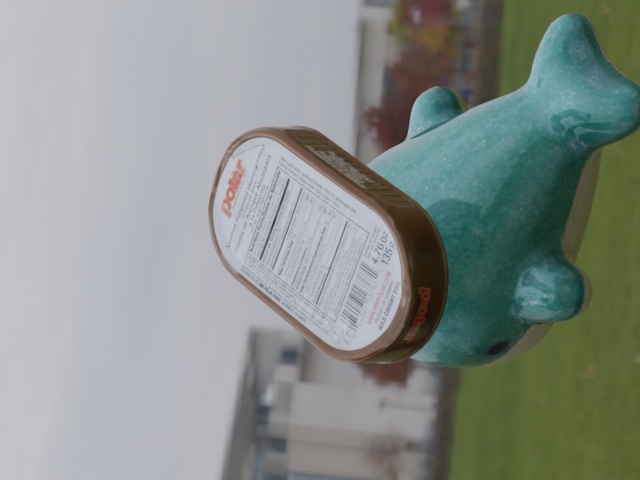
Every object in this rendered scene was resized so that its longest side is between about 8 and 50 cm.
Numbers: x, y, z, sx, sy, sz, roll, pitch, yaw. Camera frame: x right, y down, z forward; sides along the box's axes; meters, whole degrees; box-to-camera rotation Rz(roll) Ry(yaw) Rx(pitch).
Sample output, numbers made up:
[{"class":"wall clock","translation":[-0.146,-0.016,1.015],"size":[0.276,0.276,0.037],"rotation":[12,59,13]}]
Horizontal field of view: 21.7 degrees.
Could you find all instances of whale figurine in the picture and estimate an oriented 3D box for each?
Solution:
[{"class":"whale figurine","translation":[0.110,-0.031,1.163],"size":[0.272,0.141,0.216],"rotation":[-54,51,35]}]

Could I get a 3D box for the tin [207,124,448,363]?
[{"class":"tin","translation":[0.000,0.000,1.015],"size":[0.040,0.189,0.106],"rotation":[4,-64,-47]}]
